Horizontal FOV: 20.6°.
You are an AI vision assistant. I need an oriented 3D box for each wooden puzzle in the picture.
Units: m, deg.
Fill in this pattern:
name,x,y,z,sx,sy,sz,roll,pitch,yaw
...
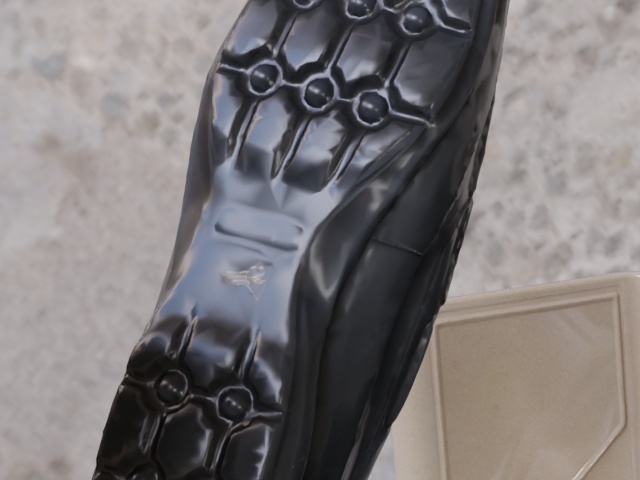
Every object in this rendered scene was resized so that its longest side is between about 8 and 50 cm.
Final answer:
name,x,y,z,sx,sy,sz,roll,pitch,yaw
wooden puzzle,0.175,0.146,1.481,0.239,0.221,0.044,-7,9,-11

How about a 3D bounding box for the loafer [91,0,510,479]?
name,x,y,z,sx,sy,sz,roll,pitch,yaw
loafer,0.000,0.000,0.488,0.076,0.078,0.223,17,81,22
